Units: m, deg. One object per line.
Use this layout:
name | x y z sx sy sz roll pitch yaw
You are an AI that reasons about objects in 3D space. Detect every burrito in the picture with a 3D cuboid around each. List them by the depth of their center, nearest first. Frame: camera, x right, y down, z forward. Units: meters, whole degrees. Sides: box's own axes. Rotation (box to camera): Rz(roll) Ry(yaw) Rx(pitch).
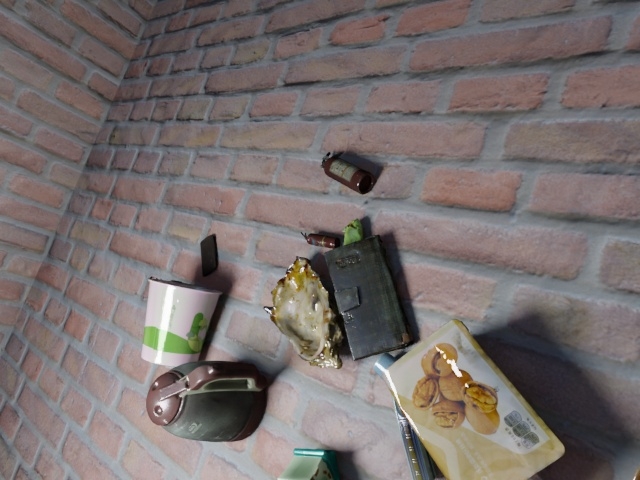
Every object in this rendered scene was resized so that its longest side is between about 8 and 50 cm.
burrito | 0.080 0.074 1.313 0.104 0.054 0.287 -10 67 36

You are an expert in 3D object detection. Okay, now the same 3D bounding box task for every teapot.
teapot | -0.313 0.436 1.287 0.315 0.312 0.233 -37 55 20

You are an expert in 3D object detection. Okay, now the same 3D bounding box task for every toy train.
toy train | 0.199 0.412 1.024 0.055 0.048 0.251 -21 80 33

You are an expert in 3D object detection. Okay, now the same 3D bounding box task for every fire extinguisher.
fire extinguisher | 0.000 0.000 1.405 0.132 0.056 0.039 10 51 37
fire extinguisher | 0.079 -0.226 1.435 0.099 0.071 0.231 -37 46 -16

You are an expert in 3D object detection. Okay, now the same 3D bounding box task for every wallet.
wallet | 0.124 0.146 1.209 0.169 0.044 0.316 -18 65 7
wallet | -0.428 0.056 1.728 0.082 0.018 0.156 -31 55 24

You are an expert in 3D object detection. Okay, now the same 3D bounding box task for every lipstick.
lipstick | 0.242 0.369 1.057 0.274 0.061 0.068 36 93 36

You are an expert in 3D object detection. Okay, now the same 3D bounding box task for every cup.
cup | -0.489 0.275 1.545 0.253 0.253 0.273 8 83 39

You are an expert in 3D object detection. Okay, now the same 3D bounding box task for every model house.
model house | -0.014 0.582 1.122 0.101 0.149 0.126 -14 107 31

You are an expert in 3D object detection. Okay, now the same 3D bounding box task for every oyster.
oyster | -0.016 0.202 1.292 0.361 0.096 0.221 41 110 43

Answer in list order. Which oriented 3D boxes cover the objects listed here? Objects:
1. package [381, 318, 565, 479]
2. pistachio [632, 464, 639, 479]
package | 0.311 0.356 0.945 0.221 0.165 0.311 -41 57 7
pistachio | 0.580 0.438 0.729 0.153 0.126 0.223 24 87 5
